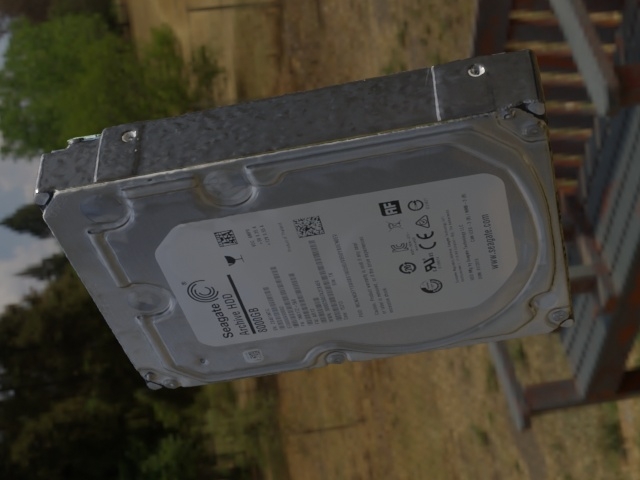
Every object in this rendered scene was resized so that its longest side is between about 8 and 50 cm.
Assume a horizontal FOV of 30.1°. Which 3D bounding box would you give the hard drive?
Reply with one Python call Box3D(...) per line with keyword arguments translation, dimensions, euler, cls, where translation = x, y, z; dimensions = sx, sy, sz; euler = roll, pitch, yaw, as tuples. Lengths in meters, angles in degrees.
Box3D(translation=(0.000, 0.000, 0.845), dimensions=(0.237, 0.338, 0.064), euler=(71, -166, -46), cls="hard drive")
